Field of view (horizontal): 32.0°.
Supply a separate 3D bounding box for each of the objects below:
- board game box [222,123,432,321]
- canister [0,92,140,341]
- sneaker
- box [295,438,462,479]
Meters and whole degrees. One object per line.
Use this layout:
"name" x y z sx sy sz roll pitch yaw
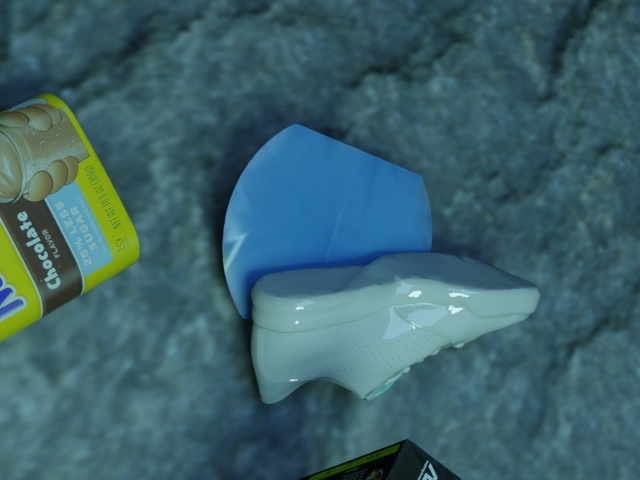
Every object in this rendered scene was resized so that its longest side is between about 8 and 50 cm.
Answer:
"board game box" 0.000 0.000 0.770 0.168 0.033 0.133 19 86 -32
"canister" -0.201 0.001 0.635 0.170 0.073 0.126 -33 100 -35
"sneaker" 0.049 0.064 0.754 0.212 0.080 0.094 -4 108 -24
"box" -0.023 0.206 0.592 0.045 0.190 0.184 40 57 -8
